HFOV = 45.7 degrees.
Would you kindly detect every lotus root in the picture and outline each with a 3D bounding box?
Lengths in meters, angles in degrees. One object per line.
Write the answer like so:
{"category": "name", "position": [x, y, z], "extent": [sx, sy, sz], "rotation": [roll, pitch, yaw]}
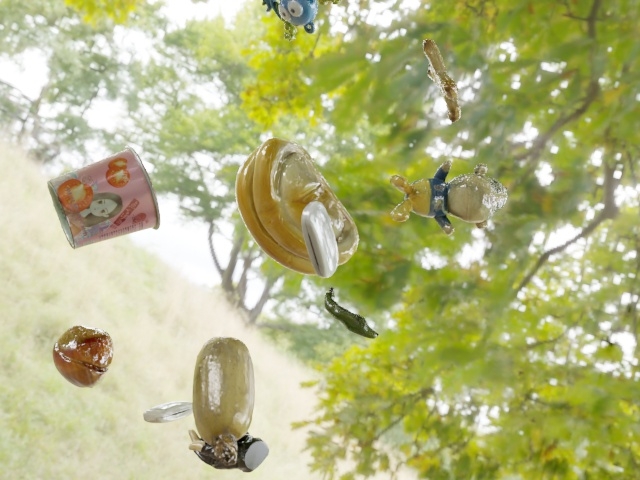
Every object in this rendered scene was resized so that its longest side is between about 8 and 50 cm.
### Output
{"category": "lotus root", "position": [-0.250, 0.401, 1.928], "extent": [0.151, 0.343, 0.169], "rotation": [27, -46, -34]}

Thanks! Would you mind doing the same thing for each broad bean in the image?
{"category": "broad bean", "position": [0.074, 0.210, 2.101], "extent": [0.195, 0.061, 0.046], "rotation": [45, -19, 19]}

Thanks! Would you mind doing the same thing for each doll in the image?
{"category": "doll", "position": [-0.099, -0.800, 2.382], "extent": [0.346, 0.099, 0.341], "rotation": [-4, -51, 47]}
{"category": "doll", "position": [0.180, -0.058, 1.026], "extent": [0.179, 0.102, 0.089], "rotation": [-8, 11, -25]}

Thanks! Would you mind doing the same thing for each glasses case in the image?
{"category": "glasses case", "position": [0.000, 0.000, 1.765], "extent": [0.049, 0.076, 0.197], "rotation": [6, -50, 30]}
{"category": "glasses case", "position": [-0.447, 0.510, 2.257], "extent": [0.081, 0.051, 0.204], "rotation": [-6, -5, 23]}

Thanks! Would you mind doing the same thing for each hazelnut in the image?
{"category": "hazelnut", "position": [-0.680, 0.333, 2.170], "extent": [0.182, 0.182, 0.182], "rotation": [19, -11, 4]}

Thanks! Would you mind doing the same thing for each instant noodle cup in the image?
{"category": "instant noodle cup", "position": [-0.575, -0.104, 2.004], "extent": [0.231, 0.243, 0.243], "rotation": [-21, 6, -23]}

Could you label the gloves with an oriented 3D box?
{"category": "gloves", "position": [-0.259, 0.535, 1.997], "extent": [0.203, 0.124, 0.164], "rotation": [7, 7, 32]}

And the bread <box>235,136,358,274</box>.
{"category": "bread", "position": [-0.046, -0.108, 2.219], "extent": [0.424, 0.329, 0.245], "rotation": [56, -34, -6]}

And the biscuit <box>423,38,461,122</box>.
{"category": "biscuit", "position": [0.350, -0.461, 2.177], "extent": [0.047, 0.208, 0.164], "rotation": [-22, -31, 6]}
